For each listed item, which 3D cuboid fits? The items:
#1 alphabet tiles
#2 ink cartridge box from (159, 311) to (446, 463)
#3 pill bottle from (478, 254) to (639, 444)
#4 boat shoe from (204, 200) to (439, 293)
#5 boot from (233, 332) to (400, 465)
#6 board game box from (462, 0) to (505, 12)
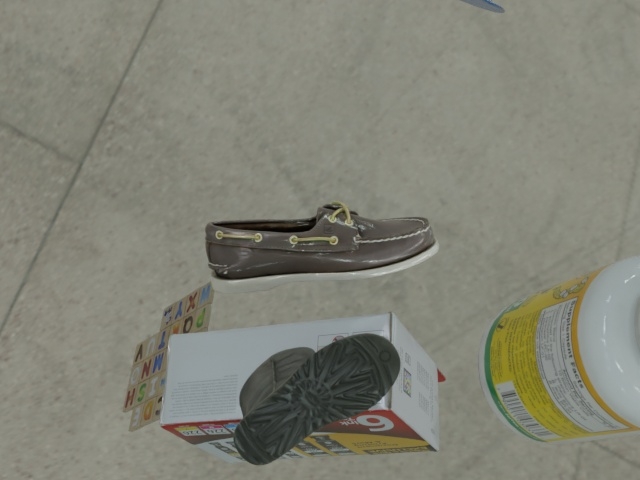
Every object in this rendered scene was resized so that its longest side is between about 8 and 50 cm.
[{"bbox_3d":[-0.237,0.183,1.578,0.009,0.237,0.198,24,57,-28],"label":"alphabet tiles"},{"bbox_3d":[-0.008,0.213,1.369,0.272,0.309,0.130,47,40,-56],"label":"ink cartridge box"},{"bbox_3d":[0.205,0.075,0.707,0.118,0.208,0.117,5,74,-18],"label":"pill bottle"},{"bbox_3d":[0.000,0.000,1.435,0.324,0.116,0.096,-8,105,6],"label":"boat shoe"},{"bbox_3d":[-0.008,0.142,1.039,0.190,0.208,0.076,-29,89,4],"label":"boot"},{"bbox_3d":[0.112,-0.276,1.027,0.169,0.133,0.033,20,101,-24],"label":"board game box"}]
